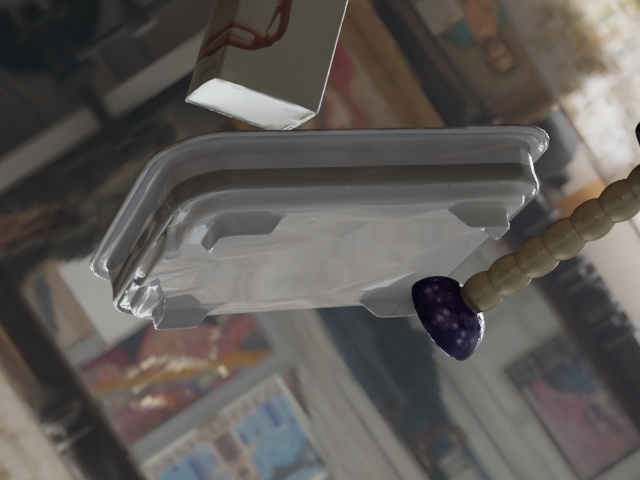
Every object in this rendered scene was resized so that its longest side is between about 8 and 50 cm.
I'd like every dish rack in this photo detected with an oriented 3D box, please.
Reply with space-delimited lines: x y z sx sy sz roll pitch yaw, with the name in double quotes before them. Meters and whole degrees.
"dish rack" 0.000 0.000 1.347 0.332 0.072 0.285 -2 158 -23

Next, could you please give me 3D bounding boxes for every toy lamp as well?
"toy lamp" 0.191 -0.013 1.209 0.274 0.080 0.080 -35 180 22

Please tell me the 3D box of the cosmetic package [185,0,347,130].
"cosmetic package" -0.045 -0.290 1.924 0.153 0.129 0.296 161 -55 -69
